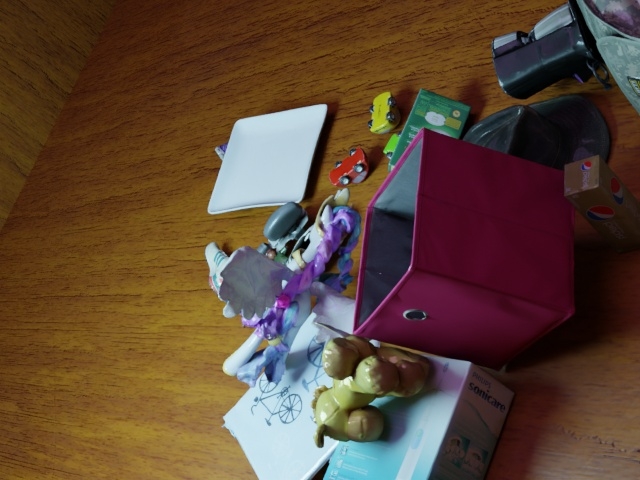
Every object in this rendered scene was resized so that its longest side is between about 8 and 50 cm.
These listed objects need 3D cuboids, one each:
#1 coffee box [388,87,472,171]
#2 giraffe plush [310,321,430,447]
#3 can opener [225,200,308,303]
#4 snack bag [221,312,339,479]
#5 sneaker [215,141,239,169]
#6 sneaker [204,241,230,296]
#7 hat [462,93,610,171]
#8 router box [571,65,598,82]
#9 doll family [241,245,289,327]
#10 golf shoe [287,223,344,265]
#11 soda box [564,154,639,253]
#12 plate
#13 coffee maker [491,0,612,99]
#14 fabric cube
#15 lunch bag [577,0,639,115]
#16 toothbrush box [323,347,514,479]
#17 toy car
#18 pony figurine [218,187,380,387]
[{"bbox_3d":[0.216,-0.201,1.955,0.040,0.113,0.184,92,-160,-72],"label":"coffee box"},{"bbox_3d":[0.050,0.241,1.533,0.210,0.181,0.170,22,100,45],"label":"giraffe plush"},{"bbox_3d":[-0.127,0.031,2.168,0.280,0.093,0.074,-54,35,8],"label":"can opener"},{"bbox_3d":[-0.023,0.310,1.858,0.342,0.037,0.323,-50,35,5],"label":"snack bag"},{"bbox_3d":[-0.212,-0.210,2.481,0.071,0.068,0.170,-38,40,0],"label":"sneaker"},{"bbox_3d":[-0.220,0.058,2.284,0.075,0.057,0.161,-25,41,10],"label":"sneaker"},{"bbox_3d":[0.335,-0.155,1.760,0.331,0.134,0.331,-30,41,30],"label":"hat"},{"bbox_3d":[0.501,-0.393,1.843,0.179,0.046,0.133,-49,36,6],"label":"router box"},{"bbox_3d":[-0.116,0.101,2.099,0.111,0.076,0.193,34,82,35],"label":"doll family"},{"bbox_3d":[0.000,0.000,2.024,0.067,0.086,0.186,29,67,16],"label":"golf shoe"},{"bbox_3d":[0.441,-0.052,1.510,0.058,0.181,0.061,-18,49,37],"label":"soda box"},{"bbox_3d":[-0.118,-0.183,2.335,0.278,0.045,0.277,-5,57,33],"label":"plate"},{"bbox_3d":[0.405,-0.321,1.755,0.178,0.120,0.171,-26,48,37],"label":"coffee maker"},{"bbox_3d":[0.220,0.023,1.535,0.254,0.258,0.259,125,158,-56],"label":"fabric cube"},{"bbox_3d":[0.538,-0.311,1.571,0.169,0.235,0.287,-32,40,18],"label":"lunch bag"},{"bbox_3d":[0.146,0.335,1.568,0.216,0.126,0.295,1,62,50],"label":"toothbrush box"},{"bbox_3d":[0.144,-0.194,2.074,0.225,0.053,0.239,21,78,53],"label":"toy car"},{"bbox_3d":[-0.052,0.108,1.807,0.363,0.303,0.351,-56,11,37],"label":"pony figurine"}]
